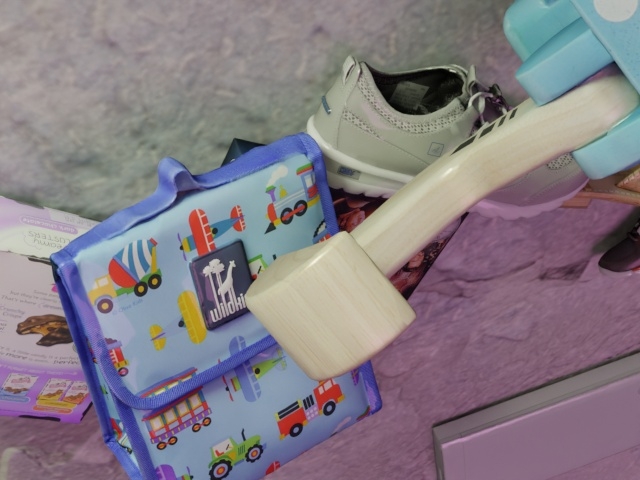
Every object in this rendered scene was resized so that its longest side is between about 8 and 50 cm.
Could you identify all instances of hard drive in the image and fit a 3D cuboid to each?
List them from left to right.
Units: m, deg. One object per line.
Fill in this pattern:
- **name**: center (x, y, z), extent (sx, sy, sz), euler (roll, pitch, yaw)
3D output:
- **hard drive**: center (0.306, 0.267, 1.340), extent (0.307, 0.040, 0.203), euler (-18, 138, -6)

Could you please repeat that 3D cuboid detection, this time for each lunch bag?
- **lunch bag**: center (-0.087, 0.054, 0.797), extent (0.221, 0.138, 0.293), euler (-27, 131, -22)

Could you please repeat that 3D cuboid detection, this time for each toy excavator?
- **toy excavator**: center (0.190, -0.103, 0.705), extent (0.222, 0.433, 0.445), euler (49, 134, -7)

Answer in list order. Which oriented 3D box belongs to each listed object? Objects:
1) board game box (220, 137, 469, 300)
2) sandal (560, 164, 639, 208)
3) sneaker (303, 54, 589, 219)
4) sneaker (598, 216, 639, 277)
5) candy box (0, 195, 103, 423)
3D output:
- **board game box**: center (0.000, 0.000, 0.917), extent (0.243, 0.042, 0.165), euler (8, 130, -31)
- **sandal**: center (0.310, -0.082, 0.943), extent (0.240, 0.088, 0.079), euler (-4, 141, -14)
- **sneaker**: center (0.128, -0.092, 0.834), extent (0.281, 0.105, 0.115), euler (1, 133, -25)
- **sneaker**: center (0.365, -0.021, 1.071), extent (0.158, 0.061, 0.065), euler (-34, 111, 10)
- **candy box**: center (-0.246, 0.066, 0.850), extent (0.165, 0.070, 0.196), euler (16, 125, -37)
